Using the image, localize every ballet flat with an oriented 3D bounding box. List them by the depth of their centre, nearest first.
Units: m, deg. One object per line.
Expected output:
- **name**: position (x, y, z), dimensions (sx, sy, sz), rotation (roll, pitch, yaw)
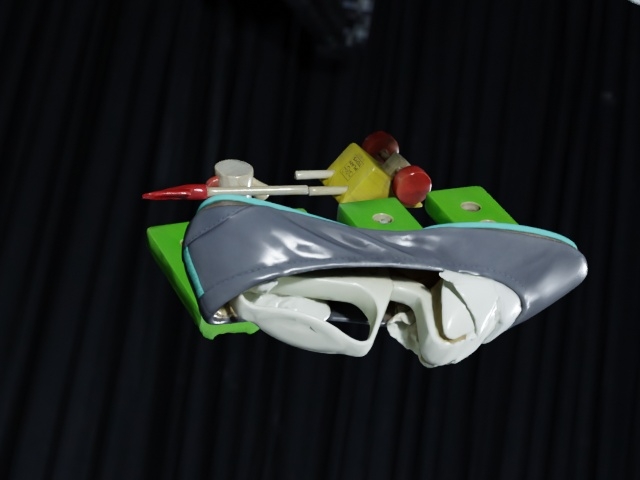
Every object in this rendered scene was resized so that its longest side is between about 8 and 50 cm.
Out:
- **ballet flat**: position (0.033, 0.027, 0.819), dimensions (0.203, 0.074, 0.074), rotation (7, -18, -14)

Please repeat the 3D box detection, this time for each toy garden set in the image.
- **toy garden set**: position (0.000, 0.000, 1.155), dimensions (0.244, 0.049, 0.204), rotation (-7, 32, -22)

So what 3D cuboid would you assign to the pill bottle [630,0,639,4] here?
- **pill bottle**: position (0.199, -0.241, 1.098), dimensions (0.117, 0.215, 0.117), rotation (-3, -50, -4)
